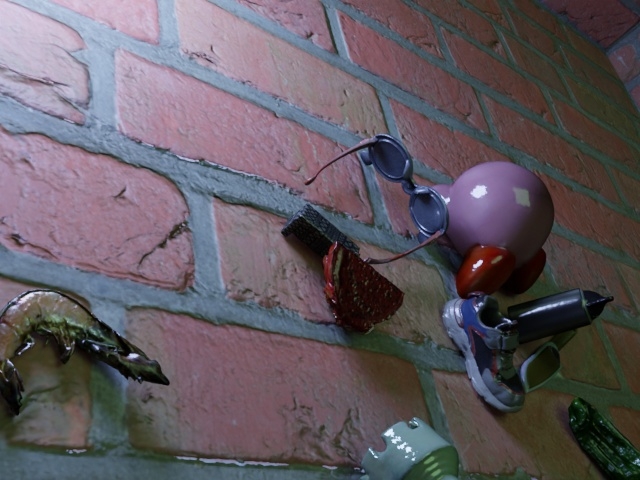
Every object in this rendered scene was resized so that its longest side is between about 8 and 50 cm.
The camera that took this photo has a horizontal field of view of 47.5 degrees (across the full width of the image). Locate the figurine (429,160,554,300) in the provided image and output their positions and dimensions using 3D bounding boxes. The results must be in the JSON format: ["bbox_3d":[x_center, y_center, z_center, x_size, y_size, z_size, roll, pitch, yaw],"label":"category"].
[{"bbox_3d":[0.365,-0.039,1.457,0.269,0.211,0.261,1,58,-47],"label":"figurine"}]

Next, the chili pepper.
[{"bbox_3d":[0.558,0.410,1.388,0.257,0.074,0.100,50,39,7],"label":"chili pepper"}]

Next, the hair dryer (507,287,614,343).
[{"bbox_3d":[0.504,0.151,1.489,0.248,0.195,0.078,18,56,-65],"label":"hair dryer"}]

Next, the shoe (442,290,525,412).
[{"bbox_3d":[0.315,0.183,1.281,0.099,0.125,0.228,-3,59,-51],"label":"shoe"}]

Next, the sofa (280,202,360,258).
[{"bbox_3d":[0.000,0.000,1.164,0.118,0.060,0.039,41,43,-14],"label":"sofa"}]

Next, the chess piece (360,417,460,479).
[{"bbox_3d":[0.183,0.351,0.882,0.194,0.195,0.299,8,21,-42],"label":"chess piece"}]

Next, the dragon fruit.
[{"bbox_3d":[0.042,0.087,1.125,0.162,0.083,0.106,40,57,-32],"label":"dragon fruit"}]

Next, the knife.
[{"bbox_3d":[0.474,0.237,1.484,0.343,0.027,0.061,-19,77,-52],"label":"knife"}]

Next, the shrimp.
[{"bbox_3d":[-0.264,0.138,0.777,0.195,0.035,0.148,35,35,-9],"label":"shrimp"}]

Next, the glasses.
[{"bbox_3d":[0.088,-0.063,1.317,0.268,0.118,0.234,-27,81,-39],"label":"glasses"}]
